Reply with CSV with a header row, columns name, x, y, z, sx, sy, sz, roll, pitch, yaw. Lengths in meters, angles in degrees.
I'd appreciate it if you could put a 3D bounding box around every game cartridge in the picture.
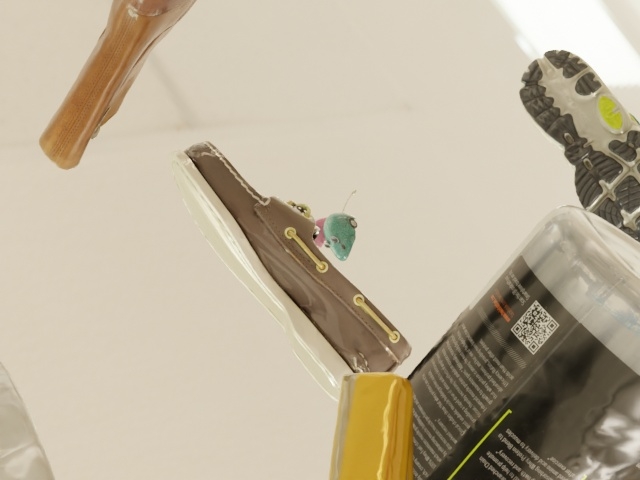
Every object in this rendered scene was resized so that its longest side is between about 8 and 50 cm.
name,x,y,z,sx,sy,sz,roll,pitch,yaw
game cartridge,0.028,0.288,0.995,0.324,0.052,0.285,-84,-7,-54

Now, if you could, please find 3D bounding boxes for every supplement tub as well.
name,x,y,z,sx,sy,sz,roll,pitch,yaw
supplement tub,0.155,0.158,1.269,0.207,0.338,0.207,37,-166,-11

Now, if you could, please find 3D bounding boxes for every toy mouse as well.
name,x,y,z,sx,sy,sz,roll,pitch,yaw
toy mouse,0.000,0.000,1.905,0.031,0.143,0.161,27,176,-23

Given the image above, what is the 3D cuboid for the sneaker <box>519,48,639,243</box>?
name,x,y,z,sx,sy,sz,roll,pitch,yaw
sneaker,0.315,-0.085,1.738,0.110,0.107,0.275,17,-138,-61

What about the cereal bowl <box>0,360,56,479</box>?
name,x,y,z,sx,sy,sz,roll,pitch,yaw
cereal bowl,-0.196,0.232,0.851,0.141,0.339,0.339,-13,-118,-19

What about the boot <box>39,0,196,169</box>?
name,x,y,z,sx,sy,sz,roll,pitch,yaw
boot,-0.112,-0.209,1.364,0.096,0.280,0.264,28,-147,-4

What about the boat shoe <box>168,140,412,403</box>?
name,x,y,z,sx,sy,sz,roll,pitch,yaw
boat shoe,-0.035,0.020,1.727,0.324,0.096,0.116,52,166,11
